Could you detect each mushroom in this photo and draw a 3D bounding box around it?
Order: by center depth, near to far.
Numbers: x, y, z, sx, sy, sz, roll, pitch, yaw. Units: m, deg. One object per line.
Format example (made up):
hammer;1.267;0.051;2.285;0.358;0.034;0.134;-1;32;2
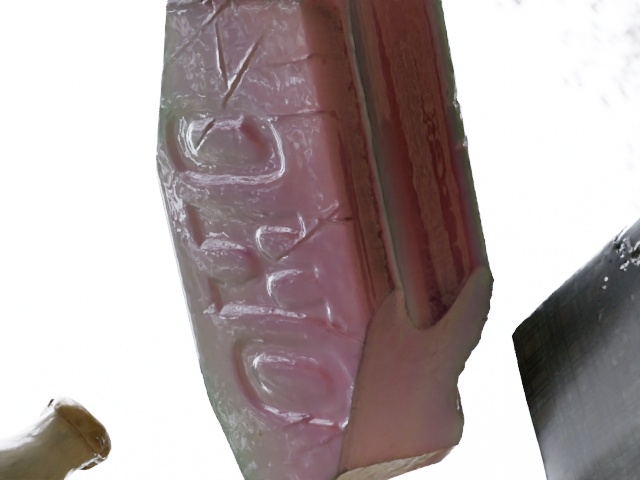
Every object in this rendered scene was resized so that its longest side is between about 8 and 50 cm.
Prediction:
mushroom;-0.252;0.183;1.423;0.212;0.088;0.097;-27;-48;-29

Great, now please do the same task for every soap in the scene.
soap;0.000;0.000;1.150;0.109;0.193;0.324;-23;-73;-38

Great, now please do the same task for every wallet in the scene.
wallet;0.217;0.020;0.962;0.044;0.169;0.317;17;-48;-32
